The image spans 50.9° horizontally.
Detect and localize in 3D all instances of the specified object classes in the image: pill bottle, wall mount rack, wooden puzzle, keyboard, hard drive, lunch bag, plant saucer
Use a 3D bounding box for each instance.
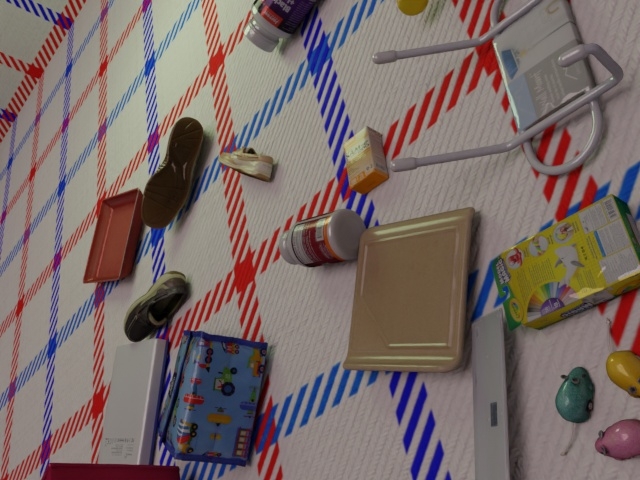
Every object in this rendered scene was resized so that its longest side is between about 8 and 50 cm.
[{"bbox_3d":[-0.082,-0.507,1.450,0.193,0.108,0.108,-48,42,27],"label":"pill bottle"},{"bbox_3d":[0.231,-0.235,0.922,0.304,0.130,0.350,-32,50,39],"label":"wall mount rack"},{"bbox_3d":[0.131,0.077,0.988,0.220,0.044,0.239,-11,62,49],"label":"wooden puzzle"},{"bbox_3d":[0.210,0.215,0.826,0.072,0.014,0.256,137,140,-63],"label":"keyboard"},{"bbox_3d":[0.000,0.000,1.143,0.152,0.086,0.086,-13,65,49],"label":"pill bottle"},{"bbox_3d":[-0.436,0.397,1.550,0.210,0.040,0.319,-17,62,46],"label":"hard drive"},{"bbox_3d":[-0.233,0.289,1.300,0.293,0.138,0.221,-11,67,62],"label":"lunch bag"},{"bbox_3d":[-0.574,-0.004,1.894,0.258,0.047,0.259,-8,69,50],"label":"plant saucer"}]

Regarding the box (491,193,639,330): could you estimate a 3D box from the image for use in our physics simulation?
[{"bbox_3d":[0.292,0.035,0.801,0.179,0.043,0.105,-33,52,37],"label":"box"}]

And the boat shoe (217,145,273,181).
[{"bbox_3d":[-0.156,-0.170,1.438,0.170,0.063,0.059,23,90,43],"label":"boat shoe"}]

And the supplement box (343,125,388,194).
[{"bbox_3d":[0.076,-0.137,1.148,0.062,0.036,0.099,-35,49,37],"label":"supplement box"}]

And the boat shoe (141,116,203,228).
[{"bbox_3d":[-0.354,-0.160,1.663,0.089,0.104,0.285,97,-163,-88],"label":"boat shoe"}]

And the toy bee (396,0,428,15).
[{"bbox_3d":[0.192,-0.445,1.074,0.195,0.162,0.298,-53,15,34],"label":"toy bee"}]

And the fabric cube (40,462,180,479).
[{"bbox_3d":[-0.400,0.587,1.216,0.259,0.254,0.258,-58,36,30],"label":"fabric cube"}]

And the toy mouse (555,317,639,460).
[{"bbox_3d":[0.302,0.187,0.729,0.143,0.031,0.161,-52,41,23],"label":"toy mouse"}]

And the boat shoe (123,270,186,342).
[{"bbox_3d":[-0.385,0.166,1.557,0.223,0.080,0.073,-48,38,21],"label":"boat shoe"}]
